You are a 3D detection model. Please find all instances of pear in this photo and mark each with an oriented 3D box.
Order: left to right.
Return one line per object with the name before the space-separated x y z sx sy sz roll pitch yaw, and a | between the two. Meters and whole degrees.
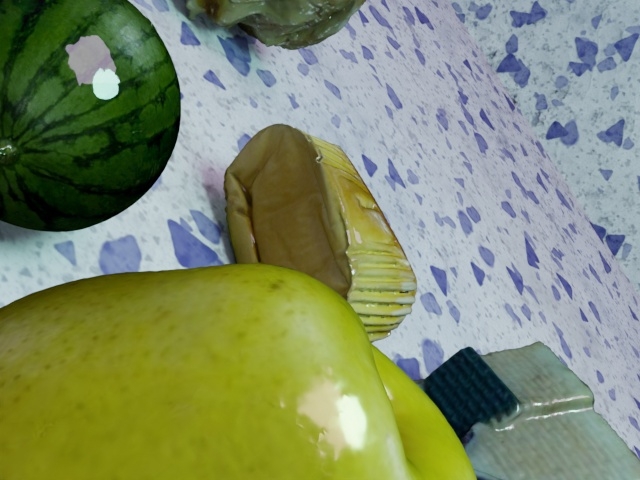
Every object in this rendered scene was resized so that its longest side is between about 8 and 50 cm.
pear | -0.109 0.202 0.497 0.362 0.418 0.362 49 11 -13

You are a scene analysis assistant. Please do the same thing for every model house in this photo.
model house | 0.210 0.291 1.100 0.284 0.243 0.298 2 28 -26

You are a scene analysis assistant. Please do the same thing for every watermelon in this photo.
watermelon | -0.248 -0.128 0.801 0.242 0.242 0.242 37 34 -30

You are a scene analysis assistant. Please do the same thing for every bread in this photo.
bread | 0.000 0.000 1.073 0.156 0.204 0.288 5 52 -49

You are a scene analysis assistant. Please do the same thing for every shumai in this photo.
shumai | -0.092 -0.440 1.301 0.314 0.267 0.262 24 12 36
